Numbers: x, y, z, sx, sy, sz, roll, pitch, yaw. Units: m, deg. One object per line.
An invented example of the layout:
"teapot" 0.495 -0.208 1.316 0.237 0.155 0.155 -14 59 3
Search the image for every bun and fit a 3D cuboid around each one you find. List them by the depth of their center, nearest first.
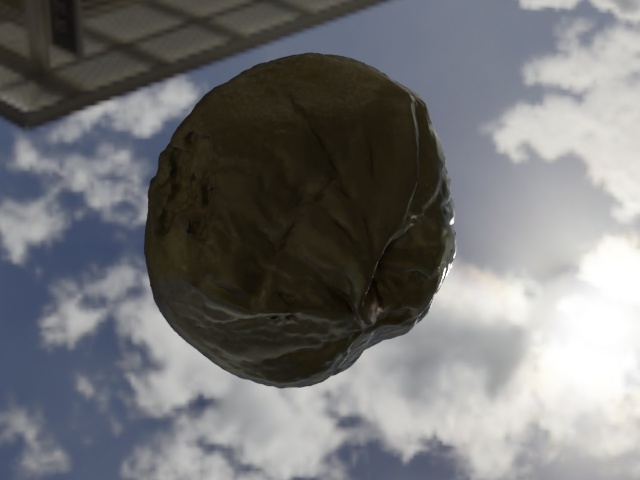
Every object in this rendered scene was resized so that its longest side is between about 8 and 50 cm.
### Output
"bun" 0.000 0.000 0.828 0.220 0.221 0.134 -19 -149 -30
